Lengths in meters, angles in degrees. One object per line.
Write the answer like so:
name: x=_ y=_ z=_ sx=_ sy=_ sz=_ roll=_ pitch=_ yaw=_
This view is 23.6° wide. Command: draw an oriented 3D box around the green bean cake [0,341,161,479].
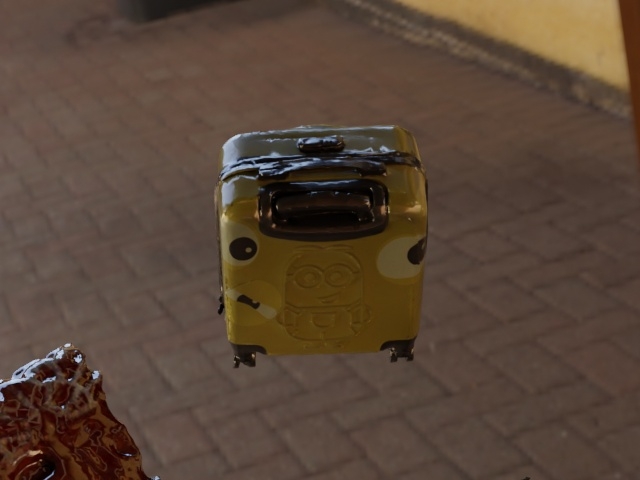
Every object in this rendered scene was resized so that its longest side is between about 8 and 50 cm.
green bean cake: x=-0.206 y=0.212 z=1.210 sx=0.232 sy=0.097 sz=0.198 roll=45 pitch=42 yaw=15

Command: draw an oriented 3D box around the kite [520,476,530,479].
kite: x=0.071 y=0.368 z=1.234 sx=0.368 sy=0.014 sz=0.406 roll=13 pitch=70 yaw=25

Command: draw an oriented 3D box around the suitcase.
suitcase: x=0.000 y=0.000 z=1.403 sx=0.193 sy=0.235 sz=0.143 roll=-2 pitch=43 yaw=-2
